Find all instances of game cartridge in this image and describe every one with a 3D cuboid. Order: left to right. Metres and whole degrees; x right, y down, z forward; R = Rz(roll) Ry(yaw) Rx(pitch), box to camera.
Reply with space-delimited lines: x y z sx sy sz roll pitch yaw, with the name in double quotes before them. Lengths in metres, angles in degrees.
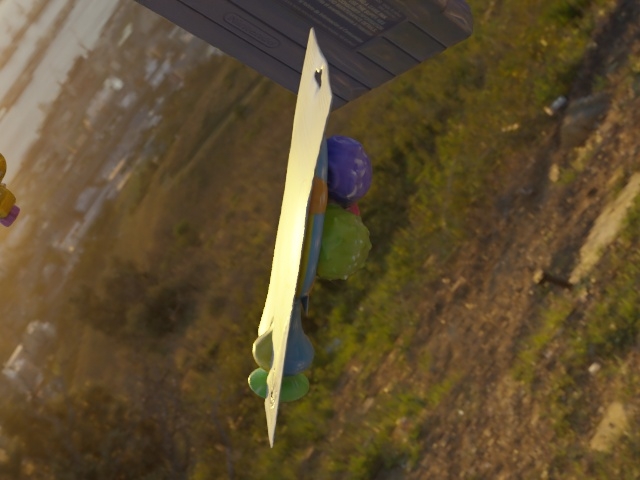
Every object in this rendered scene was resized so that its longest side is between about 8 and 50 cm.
"game cartridge" -0.030 -0.266 1.018 0.230 0.355 0.068 -28 53 35

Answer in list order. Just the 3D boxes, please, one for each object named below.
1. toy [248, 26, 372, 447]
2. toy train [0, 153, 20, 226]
"toy" 0.000 0.000 0.628 0.137 0.056 0.237 -102 23 -61
"toy train" -0.295 -0.046 0.740 0.166 0.125 0.046 125 169 -66
